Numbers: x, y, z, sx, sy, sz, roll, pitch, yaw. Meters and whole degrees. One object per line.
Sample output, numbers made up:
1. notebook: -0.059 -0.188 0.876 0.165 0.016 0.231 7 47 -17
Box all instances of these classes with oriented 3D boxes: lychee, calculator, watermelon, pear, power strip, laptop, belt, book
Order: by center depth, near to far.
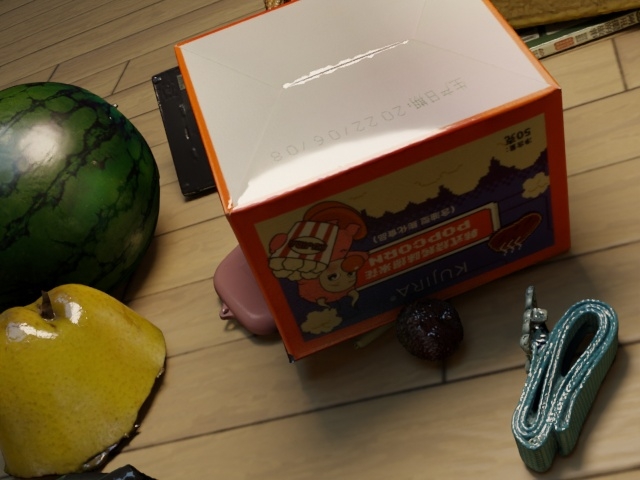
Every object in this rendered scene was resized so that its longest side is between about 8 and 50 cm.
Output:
1. belt: 0.217 0.130 0.889 0.100 0.065 0.179 11 50 31
2. lychee: 0.116 0.095 0.998 0.083 0.068 0.067 -27 48 59
3. power strip: 0.068 0.090 1.087 0.090 0.016 0.040 -36 35 -9
4. pear: -0.341 0.151 1.177 0.267 0.178 0.267 -24 33 16
5. calculator: 0.000 0.000 1.224 0.329 0.048 0.220 -37 37 -10
6. watermelon: -0.399 -0.057 1.349 0.363 0.363 0.363 -20 36 15
7. book: 0.407 -0.362 1.399 0.264 0.027 0.202 -18 35 19
8. laptop: -0.178 -0.188 1.483 0.153 0.207 0.026 -16 -3 19

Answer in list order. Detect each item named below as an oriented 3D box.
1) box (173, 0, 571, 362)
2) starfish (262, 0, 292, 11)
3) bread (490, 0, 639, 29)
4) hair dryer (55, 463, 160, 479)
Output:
1. box: 0.056 -0.104 1.062 0.348 0.257 0.319 -22 47 -2
2. starfish: -0.076 -0.445 1.668 0.060 0.302 0.299 4 23 5
3. bread: 0.406 -0.458 1.370 0.333 0.143 0.324 -4 43 34
4. hair dryer: -0.244 0.372 0.907 0.244 0.116 0.302 -30 46 1
